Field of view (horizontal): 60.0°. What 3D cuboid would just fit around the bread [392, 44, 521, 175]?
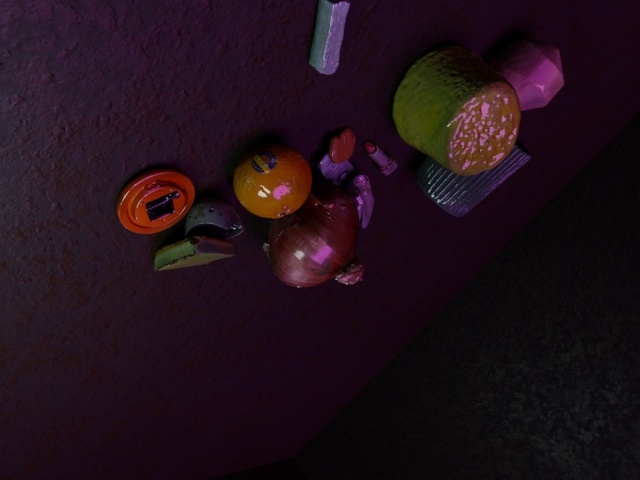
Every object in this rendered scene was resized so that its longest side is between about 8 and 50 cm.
[{"bbox_3d":[0.417,-0.386,1.677,0.347,0.308,0.348,-12,128,-16],"label":"bread"}]

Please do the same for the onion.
[{"bbox_3d":[-0.025,-0.020,1.724,0.353,0.354,0.354,-28,148,-19],"label":"onion"}]

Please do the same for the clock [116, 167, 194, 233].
[{"bbox_3d":[-0.417,-0.098,1.415,0.205,0.051,0.205,-27,148,-19],"label":"clock"}]

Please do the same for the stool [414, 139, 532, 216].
[{"bbox_3d":[0.537,-0.283,2.015,0.297,0.297,0.330,6,132,-51],"label":"stool"}]

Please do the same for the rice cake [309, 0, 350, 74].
[{"bbox_3d":[0.022,-0.503,1.345,0.063,0.069,0.207,-21,146,-29],"label":"rice cake"}]

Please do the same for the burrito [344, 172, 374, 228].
[{"bbox_3d":[0.129,-0.140,1.880,0.229,0.089,0.144,59,39,-66],"label":"burrito"}]

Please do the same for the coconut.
[{"bbox_3d":[0.692,-0.556,1.862,0.259,0.259,0.259,-28,148,-19],"label":"coconut"}]

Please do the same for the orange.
[{"bbox_3d":[-0.129,-0.163,1.521,0.219,0.193,0.219,-39,167,-10],"label":"orange"}]

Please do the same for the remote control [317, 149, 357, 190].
[{"bbox_3d":[0.054,-0.222,1.779,0.097,0.045,0.256,-50,152,2],"label":"remote control"}]

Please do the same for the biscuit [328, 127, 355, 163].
[{"bbox_3d":[0.069,-0.286,1.686,0.130,0.019,0.102,-35,133,-45],"label":"biscuit"}]

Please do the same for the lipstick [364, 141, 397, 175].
[{"bbox_3d":[0.193,-0.280,1.849,0.063,0.057,0.186,-45,147,10],"label":"lipstick"}]

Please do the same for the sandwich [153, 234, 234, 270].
[{"bbox_3d":[-0.327,0.026,1.560,0.212,0.063,0.245,-8,174,-43],"label":"sandwich"}]

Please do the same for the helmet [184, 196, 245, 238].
[{"bbox_3d":[-0.296,-0.064,1.533,0.153,0.107,0.177,-14,173,14],"label":"helmet"}]
